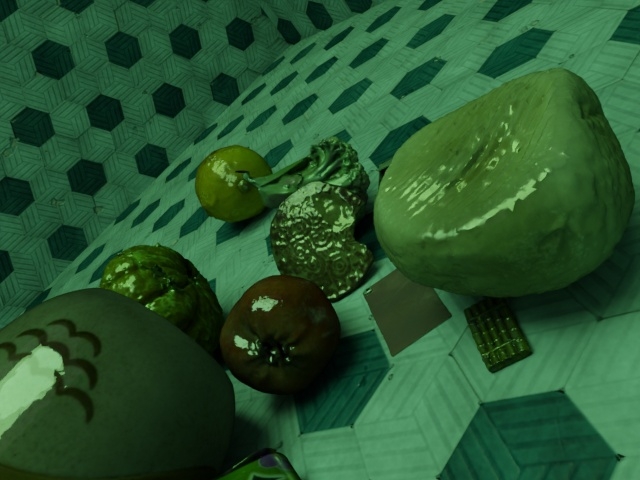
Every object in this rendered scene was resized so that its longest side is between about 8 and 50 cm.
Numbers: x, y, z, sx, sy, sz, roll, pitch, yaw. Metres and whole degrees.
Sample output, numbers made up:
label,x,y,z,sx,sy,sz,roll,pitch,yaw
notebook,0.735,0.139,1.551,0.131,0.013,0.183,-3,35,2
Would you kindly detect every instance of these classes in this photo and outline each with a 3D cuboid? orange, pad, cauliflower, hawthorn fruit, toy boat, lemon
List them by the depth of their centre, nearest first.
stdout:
label,x,y,z,sx,sy,sz,roll,pitch,yaw
toy boat,0.236,0.121,0.706,0.063,0.016,0.115,-31,28,16
pad,0.137,0.104,0.873,0.113,0.006,0.187,-36,28,8
hawthorn fruit,-0.066,0.141,0.899,0.199,0.199,0.251,-36,14,9
orange,-0.349,0.144,1.111,0.223,0.300,0.301,-35,30,1
cauliflower,-0.035,-0.107,1.131,0.316,0.238,0.256,-2,12,-24
lemon,-0.254,-0.166,1.537,0.233,0.233,0.288,-47,26,-12

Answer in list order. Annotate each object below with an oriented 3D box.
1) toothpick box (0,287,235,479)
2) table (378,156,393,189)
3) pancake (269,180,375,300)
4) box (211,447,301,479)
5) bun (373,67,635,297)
label,x,y,z,sx,sy,sz,roll,pitch,yaw
toothpick box,-0.363,0.321,0.761,0.409,0.409,0.425,-6,40,48
table,0.204,-0.166,1.132,0.146,0.062,0.175,-25,34,28
pancake,0.000,0.000,1.012,0.212,0.029,0.235,-5,84,19
box,-0.028,0.369,0.562,0.134,0.097,0.345,-20,20,-20
bun,0.253,-0.056,0.718,0.349,0.227,0.352,-47,25,-11
